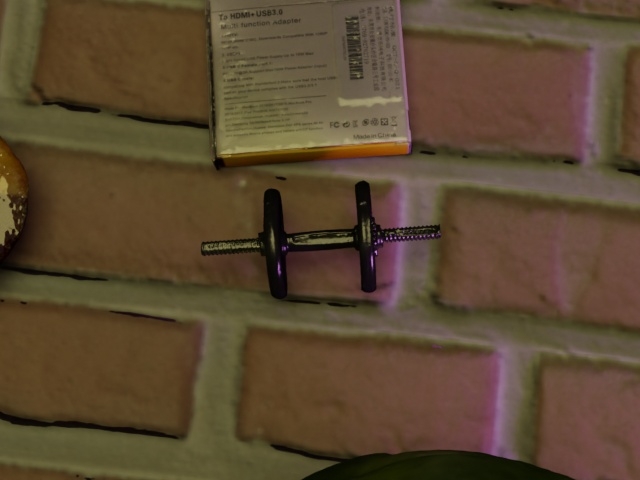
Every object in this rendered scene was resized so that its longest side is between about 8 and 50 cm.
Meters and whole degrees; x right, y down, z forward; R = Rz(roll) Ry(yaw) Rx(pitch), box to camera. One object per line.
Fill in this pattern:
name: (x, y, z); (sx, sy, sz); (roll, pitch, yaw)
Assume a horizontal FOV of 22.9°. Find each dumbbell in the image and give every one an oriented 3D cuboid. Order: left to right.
dumbbell: (0.000, 0.000, 0.968); (0.147, 0.069, 0.069); (-4, 76, 2)

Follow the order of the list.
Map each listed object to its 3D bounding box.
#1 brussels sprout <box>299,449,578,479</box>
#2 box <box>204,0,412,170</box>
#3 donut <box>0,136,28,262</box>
brussels sprout: (0.043, 0.268, 0.793); (0.276, 0.315, 0.371); (40, 109, -12)
box: (-0.012, -0.170, 1.028); (0.129, 0.033, 0.247); (-4, 76, 3)
donut: (-0.252, -0.022, 0.982); (0.140, 0.059, 0.140); (1, 84, -12)
